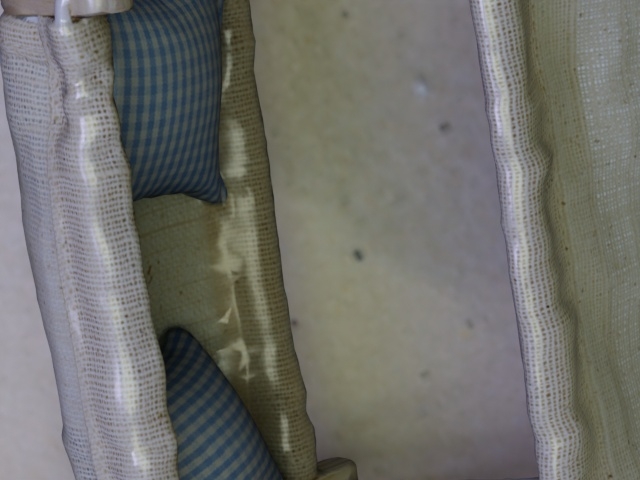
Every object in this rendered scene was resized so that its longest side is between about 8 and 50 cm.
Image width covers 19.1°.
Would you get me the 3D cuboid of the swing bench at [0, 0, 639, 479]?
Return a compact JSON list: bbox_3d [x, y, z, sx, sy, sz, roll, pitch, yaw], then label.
[{"bbox_3d":[0.000,0.000,0.583,0.255,0.165,0.253,-11,102,-2],"label":"swing bench"}]
